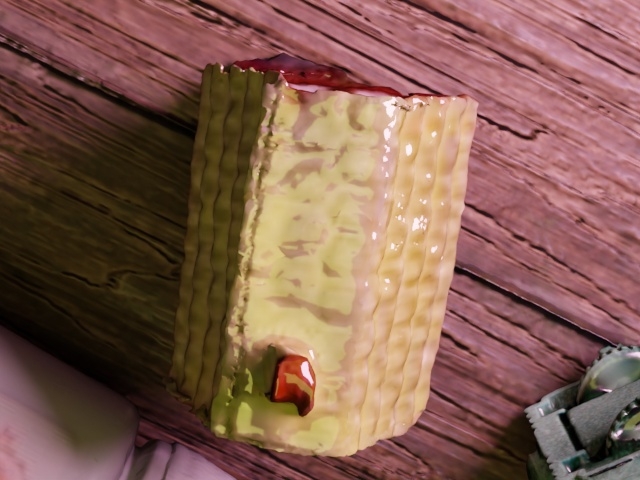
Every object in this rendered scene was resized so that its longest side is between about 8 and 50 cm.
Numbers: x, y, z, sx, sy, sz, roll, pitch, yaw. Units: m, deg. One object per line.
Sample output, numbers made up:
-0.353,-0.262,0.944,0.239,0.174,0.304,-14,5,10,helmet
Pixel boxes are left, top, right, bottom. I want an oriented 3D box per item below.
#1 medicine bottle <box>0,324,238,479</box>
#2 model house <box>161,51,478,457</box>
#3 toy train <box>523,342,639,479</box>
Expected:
-0.221,0.158,0.771,0.371,0.211,0.211,32,100,-6,medicine bottle
0.000,0.000,0.713,0.160,0.254,0.196,9,99,-1,model house
0.302,0.125,0.807,0.330,0.138,0.178,-25,105,6,toy train
